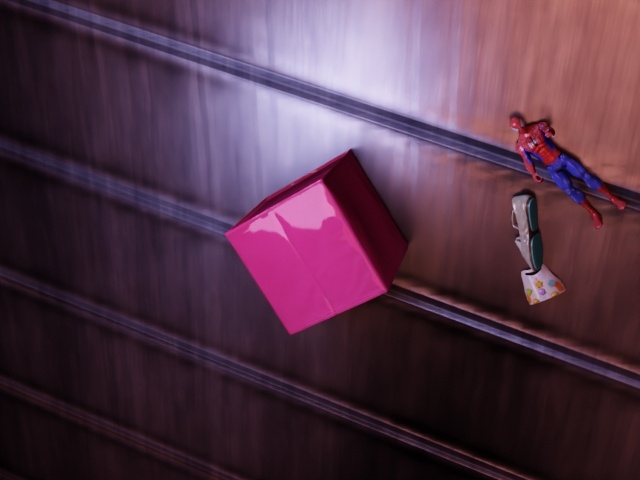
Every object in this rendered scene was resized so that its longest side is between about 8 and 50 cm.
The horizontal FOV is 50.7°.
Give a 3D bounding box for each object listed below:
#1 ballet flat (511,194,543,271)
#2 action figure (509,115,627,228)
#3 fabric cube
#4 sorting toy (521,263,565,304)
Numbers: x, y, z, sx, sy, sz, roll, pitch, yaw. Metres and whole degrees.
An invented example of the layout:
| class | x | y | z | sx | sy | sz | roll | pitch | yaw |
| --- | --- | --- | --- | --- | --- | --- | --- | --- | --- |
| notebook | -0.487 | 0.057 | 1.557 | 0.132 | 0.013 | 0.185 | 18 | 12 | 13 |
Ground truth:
| class | x | y | z | sx | sy | sz | roll | pitch | yaw |
| --- | --- | --- | --- | --- | --- | --- | --- | --- | --- |
| ballet flat | 0.434 | -0.017 | 1.424 | 0.052 | 0.057 | 0.168 | 6 | 113 | 45 |
| action figure | 0.471 | -0.135 | 1.314 | 0.280 | 0.139 | 0.091 | 44 | 116 | -1 |
| fabric cube | 0.000 | 0.000 | 1.444 | 0.259 | 0.254 | 0.258 | -28 | 102 | 25 |
| sorting toy | 0.473 | 0.092 | 1.462 | 0.083 | 0.045 | 0.075 | -27 | 83 | 25 |
